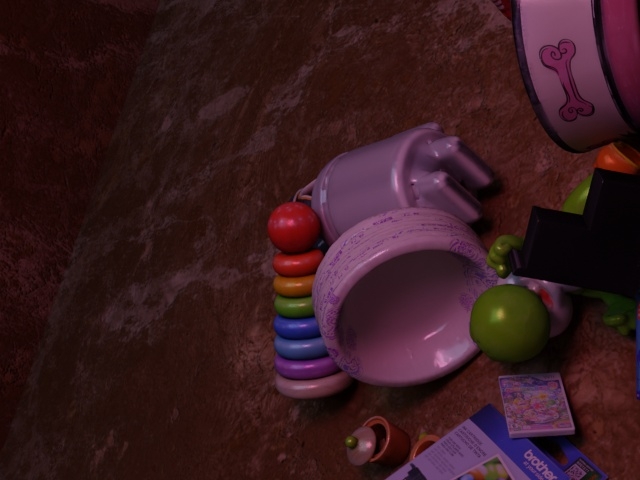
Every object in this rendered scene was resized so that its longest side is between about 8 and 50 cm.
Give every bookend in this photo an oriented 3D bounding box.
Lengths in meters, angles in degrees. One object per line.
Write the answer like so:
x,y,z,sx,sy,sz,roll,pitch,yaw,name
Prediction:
0.331,-0.025,1.311,0.072,0.157,0.156,-77,-4,-69,bookend

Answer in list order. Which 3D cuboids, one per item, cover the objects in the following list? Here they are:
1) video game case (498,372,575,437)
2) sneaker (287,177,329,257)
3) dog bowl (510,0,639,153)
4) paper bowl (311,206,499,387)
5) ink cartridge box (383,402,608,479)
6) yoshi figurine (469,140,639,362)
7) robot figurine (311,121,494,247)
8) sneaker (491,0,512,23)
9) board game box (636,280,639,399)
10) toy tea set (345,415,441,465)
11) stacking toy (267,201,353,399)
0.296,0.225,1.441,0.087,0.011,0.122,-5,31,4,video game case
0.000,0.000,1.960,0.127,0.126,0.321,-52,34,25,sneaker
0.410,-0.324,1.422,0.150,0.408,0.408,1,68,36,dog bowl
0.126,0.076,1.603,0.284,0.284,0.148,-50,33,19,paper bowl
0.202,0.340,1.394,0.311,0.065,0.186,-32,37,-11,ink cartridge box
0.334,0.048,1.434,0.362,0.203,0.203,-50,43,24,yoshi figurine
0.123,-0.071,1.778,0.353,0.200,0.300,-13,43,49,robot figurine
0.363,-0.405,1.746,0.221,0.128,0.087,3,71,55,sneaker
0.427,0.096,1.272,0.160,0.047,0.210,78,-166,-86,board game box
0.131,0.365,1.544,0.336,0.124,0.200,9,76,55,toy tea set
-0.033,0.096,1.787,0.141,0.141,0.330,9,112,55,stacking toy
